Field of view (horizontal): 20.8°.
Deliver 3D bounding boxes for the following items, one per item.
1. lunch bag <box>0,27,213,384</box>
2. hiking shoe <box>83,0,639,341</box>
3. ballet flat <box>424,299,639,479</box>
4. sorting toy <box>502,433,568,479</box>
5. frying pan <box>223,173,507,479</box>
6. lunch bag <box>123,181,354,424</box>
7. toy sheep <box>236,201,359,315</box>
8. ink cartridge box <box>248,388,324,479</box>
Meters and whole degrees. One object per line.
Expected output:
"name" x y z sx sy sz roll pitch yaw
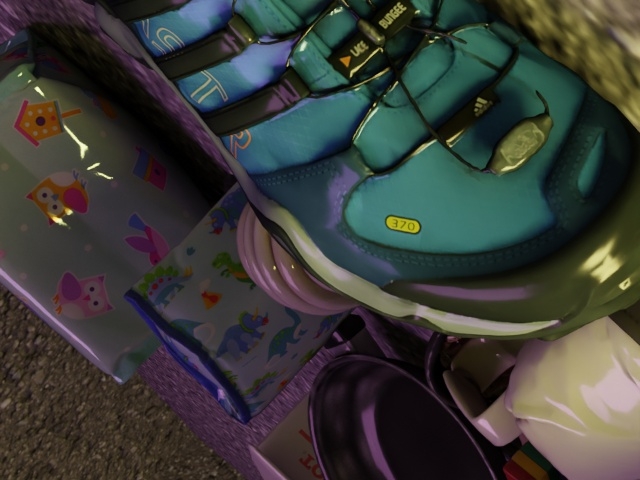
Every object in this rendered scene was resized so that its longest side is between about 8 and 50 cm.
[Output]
"lunch bag" -0.191 -0.036 1.316 0.223 0.160 0.262 44 -177 -17
"hiking shoe" -0.011 -0.076 0.599 0.304 0.113 0.132 37 169 30
"ballet flat" 0.111 0.050 0.685 0.095 0.096 0.280 45 169 -7
"sorting toy" 0.174 0.177 1.081 0.274 0.046 0.132 38 168 27
"frying pan" 0.027 0.116 1.234 0.326 0.053 0.197 50 145 17
"lunch bag" -0.033 0.038 1.078 0.096 0.129 0.151 39 170 31
"toy sheep" 0.000 0.000 0.936 0.091 0.091 0.132 47 150 -20
"ink cartridge box" 0.057 0.228 1.506 0.207 0.119 0.353 42 170 13
